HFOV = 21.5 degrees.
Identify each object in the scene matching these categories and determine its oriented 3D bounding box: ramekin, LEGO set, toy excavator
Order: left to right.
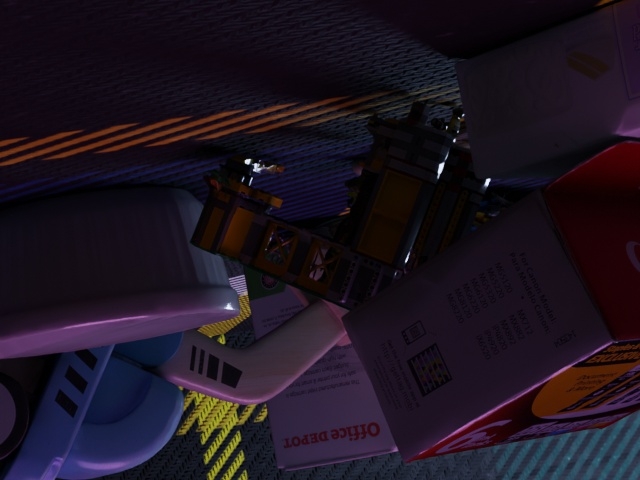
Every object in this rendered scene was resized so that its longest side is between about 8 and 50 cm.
[{"bbox_3d":[-0.219,0.031,1.621,0.273,0.127,0.273,-10,174,-1],"label":"ramekin"},{"bbox_3d":[-0.196,0.143,1.915,0.445,0.433,0.222,28,160,-17],"label":"toy excavator"},{"bbox_3d":[0.063,-0.033,1.490,0.255,0.192,0.331,22,-179,41],"label":"LEGO set"}]

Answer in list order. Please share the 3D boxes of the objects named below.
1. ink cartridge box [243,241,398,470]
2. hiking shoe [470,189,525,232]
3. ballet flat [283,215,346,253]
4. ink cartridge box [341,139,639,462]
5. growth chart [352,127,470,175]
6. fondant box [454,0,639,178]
[{"bbox_3d":[0.031,0.135,2.147,0.211,0.289,0.121,-15,171,40],"label":"ink cartridge box"},{"bbox_3d":[0.182,-0.020,2.008,0.132,0.113,0.304,-46,151,22],"label":"hiking shoe"},{"bbox_3d":[0.000,0.000,2.046,0.041,0.041,0.114,-3,170,-44],"label":"ballet flat"},{"bbox_3d":[0.223,0.048,1.308,0.272,0.130,0.309,-35,159,33],"label":"ink cartridge box"},{"bbox_3d":[0.151,-0.089,1.603,0.237,0.021,0.172,-13,172,42],"label":"growth chart"},{"bbox_3d":[0.301,-0.117,1.271,0.330,0.096,0.238,-4,171,-44],"label":"fondant box"}]
